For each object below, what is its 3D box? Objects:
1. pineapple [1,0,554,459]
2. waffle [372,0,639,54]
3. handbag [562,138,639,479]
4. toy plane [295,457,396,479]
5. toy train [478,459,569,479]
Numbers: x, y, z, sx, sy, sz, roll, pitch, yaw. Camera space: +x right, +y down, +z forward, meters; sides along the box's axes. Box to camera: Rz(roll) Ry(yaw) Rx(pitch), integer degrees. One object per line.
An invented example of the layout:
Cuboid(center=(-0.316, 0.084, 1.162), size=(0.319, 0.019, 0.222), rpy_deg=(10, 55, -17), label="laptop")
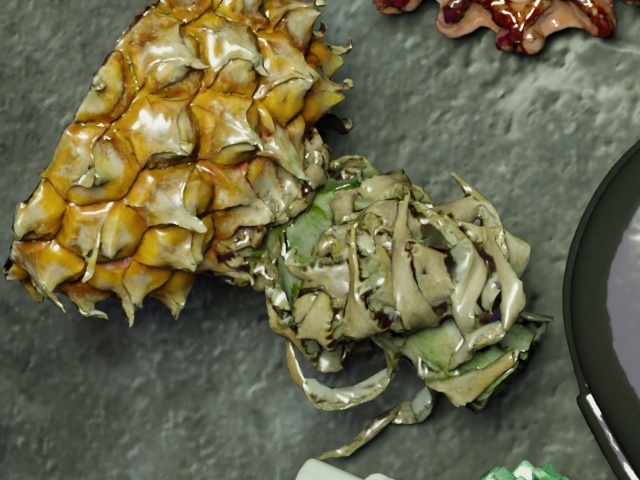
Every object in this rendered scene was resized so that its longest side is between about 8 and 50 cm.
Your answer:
Cuboid(center=(0.000, 0.000, 0.958), size=(0.271, 0.262, 0.262), rpy_deg=(36, 99, 5), label="pineapple")
Cuboid(center=(0.121, -0.223, 1.000), size=(0.221, 0.055, 0.234), rpy_deg=(-1, 83, 20), label="waffle")
Cuboid(center=(0.264, 0.062, 0.909), size=(0.253, 0.093, 0.308), rpy_deg=(-31, 77, 14), label="handbag")
Cuboid(center=(0.002, 0.248, 0.977), size=(0.244, 0.117, 0.245), rpy_deg=(-1, 88, 19), label="toy plane")
Cuboid(center=(0.155, 0.193, 0.933), size=(0.178, 0.104, 0.071), rpy_deg=(43, 88, 17), label="toy train")
